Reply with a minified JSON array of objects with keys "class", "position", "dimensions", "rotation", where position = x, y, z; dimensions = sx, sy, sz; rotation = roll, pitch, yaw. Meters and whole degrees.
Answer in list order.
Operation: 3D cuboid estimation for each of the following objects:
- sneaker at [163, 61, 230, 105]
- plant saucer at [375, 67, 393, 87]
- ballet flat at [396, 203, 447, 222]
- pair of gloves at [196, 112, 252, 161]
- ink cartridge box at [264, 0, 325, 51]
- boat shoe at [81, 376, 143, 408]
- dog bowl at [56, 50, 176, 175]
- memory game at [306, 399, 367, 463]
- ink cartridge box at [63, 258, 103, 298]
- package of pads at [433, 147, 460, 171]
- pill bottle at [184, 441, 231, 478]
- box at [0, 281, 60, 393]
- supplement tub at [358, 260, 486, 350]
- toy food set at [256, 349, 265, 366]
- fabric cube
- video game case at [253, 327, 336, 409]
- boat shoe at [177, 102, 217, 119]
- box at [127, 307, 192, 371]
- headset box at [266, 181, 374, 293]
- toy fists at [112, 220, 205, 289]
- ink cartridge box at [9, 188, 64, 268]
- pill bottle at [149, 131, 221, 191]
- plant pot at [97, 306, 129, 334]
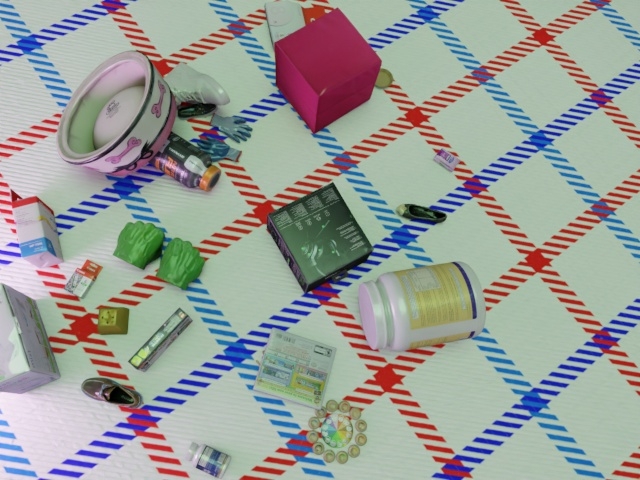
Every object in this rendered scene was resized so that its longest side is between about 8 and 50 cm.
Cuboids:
[{"class":"sneaker","position":[-0.447,-0.490,1.821],"dimensions":[0.292,0.108,0.169],"rotation":[33,68,34]},{"class":"plant saucer","position":[0.229,-0.602,2.001],"dimensions":[0.083,0.015,0.083],"rotation":[2,73,-5]},{"class":"ballet flat","position":[0.346,-0.098,1.831],"dimensions":[0.173,0.049,0.057],"rotation":[10,71,-2]},{"class":"pair of gloves","position":[-0.333,-0.351,1.861],"dimensions":[0.159,0.023,0.198],"rotation":[20,70,3]},{"class":"ink cartridge box","position":[-0.081,-0.814,2.020],"dimensions":[0.232,0.066,0.189],"rotation":[-11,73,-5]},{"class":"boat shoe","position":[-0.607,0.437,1.554],"dimensions":[0.183,0.066,0.066],"rotation":[14,71,-1]},{"class":"dog bowl","position":[-0.630,-0.384,1.692],"dimensions":[0.408,0.150,0.408],"rotation":[-14,61,26]},{"class":"memory game","position":[0.051,0.570,1.605],"dimensions":[0.186,0.012,0.186],"rotation":[2,72,-5]},{"class":"ink cartridge box","position":[-0.734,0.116,1.665],"dimensions":[0.063,0.029,0.115],"rotation":[25,72,3]},{"class":"package of pads","position":[0.450,-0.288,1.912],"dimensions":[0.083,0.032,0.050],"rotation":[36,70,6]},{"class":"pill bottle","position":[-0.320,0.621,1.523],"dimensions":[0.120,0.067,0.067],"rotation":[24,71,3]},{"class":"box","position":[-0.856,0.277,1.495],"dimensions":[0.126,0.231,0.262],"rotation":[-23,76,-12]},{"class":"supplement tub","position":[0.301,0.202,1.630],"dimensions":[0.331,0.241,0.241],"rotation":[-8,73,-8]},{"class":"toy food set","position":[-0.136,0.355,1.654],"dimensions":[0.122,0.019,0.078],"rotation":[-36,79,-22]},{"class":"fabric cube","position":[0.017,-0.574,1.845],"dimensions":[0.258,0.259,0.254],"rotation":[-35,79,-13]},{"class":"video game case","position":[-0.075,0.388,1.630],"dimensions":[0.212,0.023,0.193],"rotation":[19,67,-6]},{"class":"boat shoe","position":[-0.429,-0.456,1.875],"dimensions":[0.142,0.040,0.049],"rotation":[-18,75,-11]},{"class":"box","position":[-0.469,0.295,1.589],"dimensions":[0.036,0.114,0.207],"rotation":[40,72,8]},{"class":"headset box","position":[0.000,0.000,1.722],"dimensions":[0.246,0.131,0.283],"rotation":[-28,77,-14]},{"class":"toy fists","position":[-0.499,0.039,1.682],"dimensions":[0.279,0.096,0.142],"rotation":[26,82,2]},{"class":"ink cartridge box","position":[-0.870,-0.044,1.648],"dimensions":[0.078,0.134,0.231],"rotation":[-16,75,-10]},{"class":"pill bottle","position":[-0.448,-0.258,1.762],"dimensions":[0.245,0.130,0.130],"rotation":[32,72,5]},{"class":"plant pot","position":[-0.627,0.237,1.608],"dimensions":[0.081,0.083,0.081],"rotation":[-1,72,-5]}]
